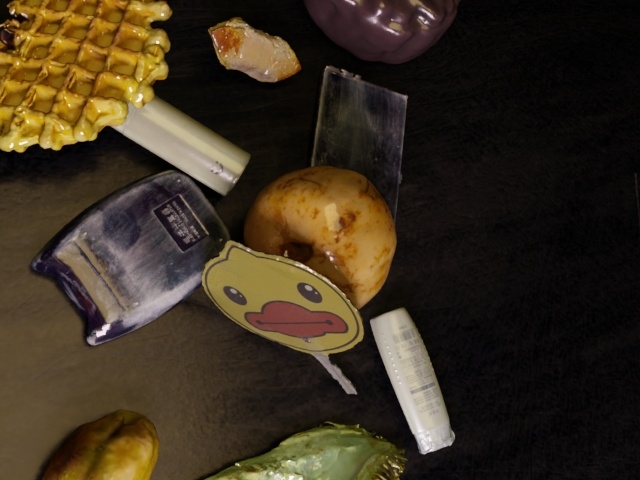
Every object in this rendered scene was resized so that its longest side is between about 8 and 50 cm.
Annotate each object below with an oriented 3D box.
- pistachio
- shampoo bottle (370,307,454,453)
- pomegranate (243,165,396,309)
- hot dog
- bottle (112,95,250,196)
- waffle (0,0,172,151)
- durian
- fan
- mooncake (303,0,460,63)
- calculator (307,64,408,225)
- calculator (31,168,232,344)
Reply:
[{"bbox_3d":[-0.263,0.285,0.980,0.189,0.110,0.100,-54,132,-27],"label":"pistachio"},{"bbox_3d":[0.136,0.206,1.220,0.072,0.049,0.213,-12,80,-31],"label":"shampoo bottle"},{"bbox_3d":[0.000,0.000,1.140,0.215,0.215,0.216,7,72,-23],"label":"pomegranate"},{"bbox_3d":[-0.109,-0.287,1.242,0.168,0.061,0.078,19,100,-40],"label":"hot dog"},{"bbox_3d":[-0.200,-0.143,1.148,0.201,0.072,0.072,31,65,-11],"label":"bottle"},{"bbox_3d":[-0.340,-0.246,1.088,0.309,0.065,0.283,-29,69,-15],"label":"waffle"},{"bbox_3d":[-0.032,0.375,1.085,0.394,0.163,0.198,-25,48,-33],"label":"durian"},{"bbox_3d":[-0.030,0.112,1.093,0.335,0.229,0.011,53,47,-36],"label":"fan"},{"bbox_3d":[0.105,-0.437,1.343,0.282,0.141,0.283,8,69,-23],"label":"mooncake"},{"bbox_3d":[0.059,-0.139,1.300,0.161,0.021,0.262,16,69,-20],"label":"calculator"},{"bbox_3d":[-0.238,0.011,1.112,0.268,0.040,0.177,-39,94,-34],"label":"calculator"}]
